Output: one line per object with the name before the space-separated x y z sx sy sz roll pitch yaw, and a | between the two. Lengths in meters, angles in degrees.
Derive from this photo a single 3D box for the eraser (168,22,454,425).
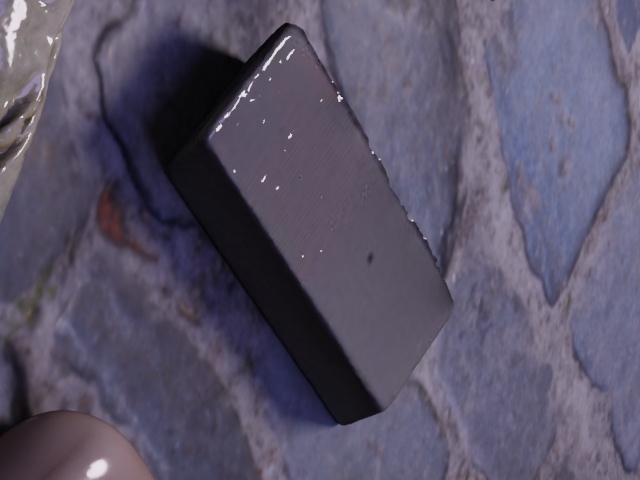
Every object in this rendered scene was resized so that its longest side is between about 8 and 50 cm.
eraser | -0.001 0.000 1.276 0.111 0.077 0.352 -54 136 -23

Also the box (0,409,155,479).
box | -0.179 0.200 1.101 0.200 0.088 0.146 -52 136 -26

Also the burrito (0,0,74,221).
burrito | -0.190 -0.132 1.006 0.117 0.076 0.392 21 84 -50
